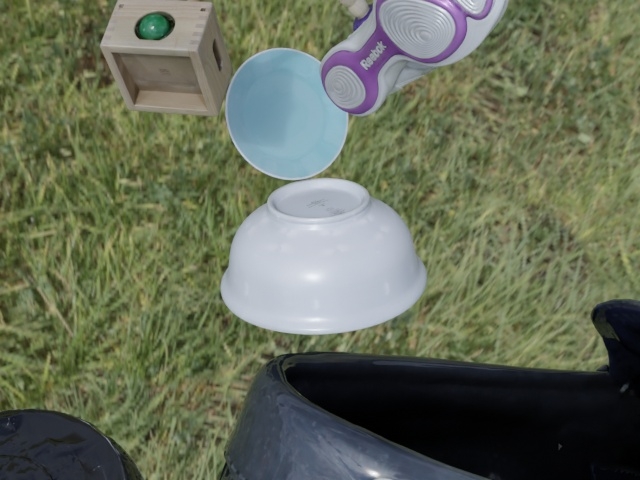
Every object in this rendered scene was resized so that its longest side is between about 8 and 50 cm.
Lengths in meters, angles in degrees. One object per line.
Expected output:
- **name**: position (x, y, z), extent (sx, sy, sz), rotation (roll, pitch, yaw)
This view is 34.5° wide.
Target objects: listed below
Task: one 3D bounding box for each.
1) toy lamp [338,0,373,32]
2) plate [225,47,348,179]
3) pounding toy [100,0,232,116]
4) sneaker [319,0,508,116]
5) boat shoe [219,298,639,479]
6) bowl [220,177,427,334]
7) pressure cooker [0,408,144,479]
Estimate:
- **toy lamp**: position (-0.008, -0.400, 1.479), extent (0.274, 0.080, 0.080), rotation (40, 56, -31)
- **plate**: position (-0.049, -0.177, 1.450), extent (0.188, 0.024, 0.188), rotation (2, 85, -25)
- **pounding toy**: position (-0.157, -0.221, 1.130), extent (0.130, 0.141, 0.100), rotation (5, 59, 12)
- **sneaker**: position (0.114, -0.251, 1.162), extent (0.152, 0.305, 0.114), rotation (-43, 100, -31)
- **boat shoe**: position (0.174, 0.112, 0.447), extent (0.499, 0.187, 0.156), rotation (1, 105, -27)
- **bowl**: position (0.000, 0.000, 1.436), extent (0.297, 0.134, 0.298), rotation (-4, 26, 2)
- **pressure cooker**: position (-0.330, 0.452, 1.200), extent (0.369, 0.421, 0.375), rotation (-21, 38, -14)
